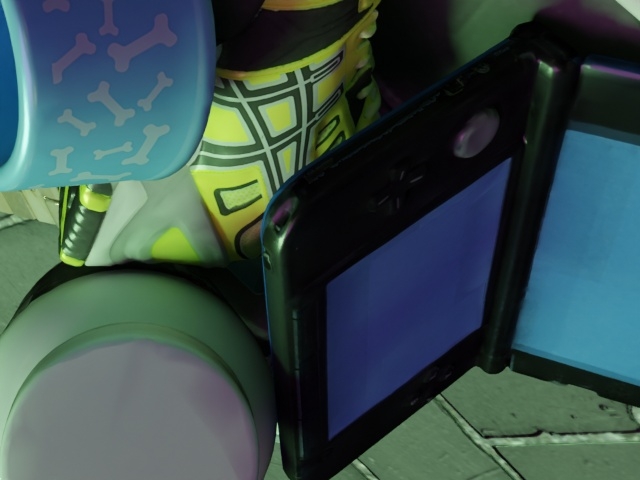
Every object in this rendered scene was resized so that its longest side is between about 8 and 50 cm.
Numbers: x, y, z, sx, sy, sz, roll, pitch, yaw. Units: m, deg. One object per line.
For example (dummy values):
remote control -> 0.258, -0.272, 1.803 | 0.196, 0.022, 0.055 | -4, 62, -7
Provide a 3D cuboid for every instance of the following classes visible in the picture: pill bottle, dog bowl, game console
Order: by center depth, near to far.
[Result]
dog bowl -> -0.147, -0.154, 0.464 | 0.166, 0.074, 0.297 | -29, 84, 56
game console -> 0.120, 0.050, 0.605 | 0.173, 0.250, 0.293 | 44, 155, 28
pill bottle -> -0.122, 0.099, 0.718 | 0.176, 0.176, 0.318 | 36, 178, -11

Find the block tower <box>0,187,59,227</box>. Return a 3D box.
block tower -> -0.294, -0.102, 0.768 | 0.335, 0.097, 0.091 | 13, 144, 20

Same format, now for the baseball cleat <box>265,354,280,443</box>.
baseball cleat -> -0.048, 0.116, 0.904 | 0.109, 0.072, 0.206 | 45, 142, -16

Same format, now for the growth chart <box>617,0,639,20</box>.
growth chart -> 0.160, -0.162, 0.411 | 0.172, 0.021, 0.237 | 32, 148, -7

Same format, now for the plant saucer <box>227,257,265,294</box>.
plant saucer -> 0.000, 0.000, 0.756 | 0.192, 0.018, 0.067 | -13, 129, 45

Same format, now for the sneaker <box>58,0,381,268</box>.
sneaker -> -0.026, -0.109, 0.552 | 0.147, 0.145, 0.385 | 6, 152, -22
